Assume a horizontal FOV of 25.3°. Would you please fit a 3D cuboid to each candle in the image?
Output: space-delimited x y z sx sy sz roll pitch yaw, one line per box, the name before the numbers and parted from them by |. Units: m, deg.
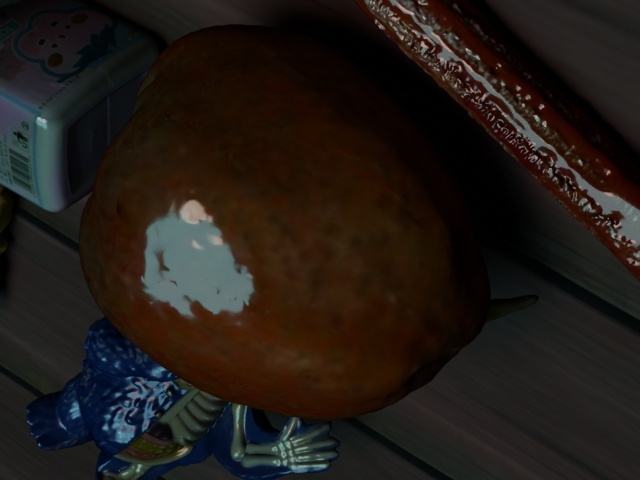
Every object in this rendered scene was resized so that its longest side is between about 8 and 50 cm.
candle | 0.131 -0.048 0.757 0.329 0.048 0.051 45 102 1

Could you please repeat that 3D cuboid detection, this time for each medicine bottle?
medicine bottle | -0.210 -0.113 0.957 0.188 0.119 0.094 29 138 20

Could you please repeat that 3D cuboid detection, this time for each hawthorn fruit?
hawthorn fruit | 0.000 0.000 0.813 0.262 0.210 0.210 22 141 2

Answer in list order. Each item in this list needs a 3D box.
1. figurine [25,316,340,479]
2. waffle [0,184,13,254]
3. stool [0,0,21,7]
figurine | -0.103 0.107 1.081 0.262 0.121 0.164 -22 116 33
waffle | -0.368 -0.029 1.238 0.229 0.057 0.219 37 142 13
stool | -0.264 -0.222 0.845 0.195 0.199 0.195 37 141 9
